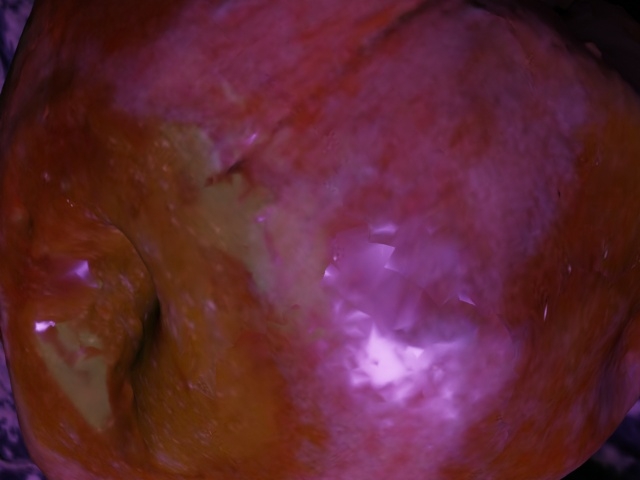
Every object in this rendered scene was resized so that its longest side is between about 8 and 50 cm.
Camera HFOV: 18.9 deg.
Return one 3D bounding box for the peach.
[{"bbox_3d":[0.000,0.000,0.583,0.214,0.214,0.235,47,120,19],"label":"peach"}]
